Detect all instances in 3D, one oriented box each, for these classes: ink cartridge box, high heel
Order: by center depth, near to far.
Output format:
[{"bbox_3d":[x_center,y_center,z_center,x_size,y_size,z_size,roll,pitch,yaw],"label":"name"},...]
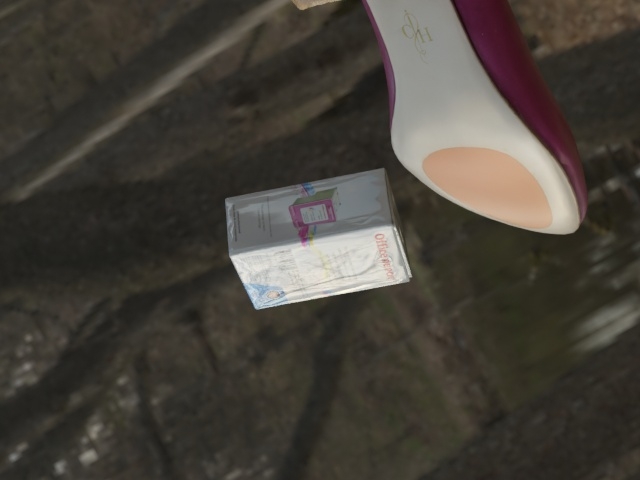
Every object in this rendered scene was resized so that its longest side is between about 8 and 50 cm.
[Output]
[{"bbox_3d":[0.058,-0.102,0.663,0.082,0.117,0.244,-4,146,43],"label":"high heel"},{"bbox_3d":[0.000,0.000,1.165,0.088,0.122,0.052,70,-167,-58],"label":"ink cartridge box"}]
